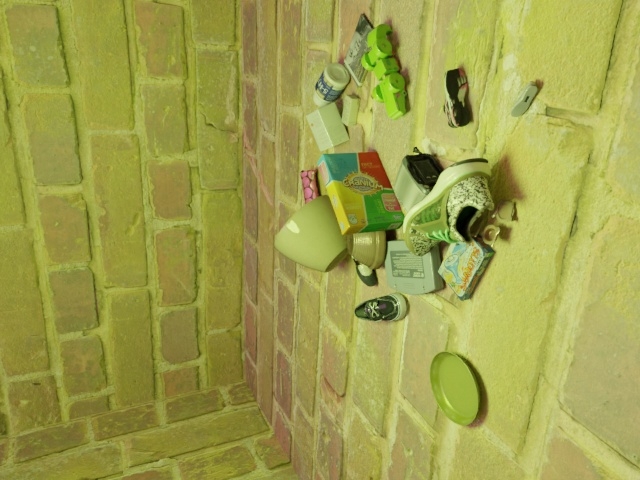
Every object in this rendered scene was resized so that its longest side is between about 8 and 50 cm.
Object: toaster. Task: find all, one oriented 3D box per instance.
[{"bbox_3d":[0.321,-0.177,1.684,0.146,0.129,0.226,108,144,-47],"label":"toaster"}]

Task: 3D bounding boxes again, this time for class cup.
[{"bbox_3d":[0.000,0.000,2.273,0.237,0.331,0.331,44,143,14],"label":"cup"}]

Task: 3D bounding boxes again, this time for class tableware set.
[{"bbox_3d":[0.473,-0.064,1.477,0.169,0.020,0.140,41,117,57],"label":"tableware set"}]

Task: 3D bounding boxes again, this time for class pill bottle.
[{"bbox_3d":[0.038,-0.646,2.189,0.186,0.112,0.111,135,124,-60],"label":"pill bottle"}]

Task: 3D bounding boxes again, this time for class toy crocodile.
[{"bbox_3d":[0.233,-0.587,1.814,0.115,0.105,0.340,-34,71,63],"label":"toy crocodile"}]

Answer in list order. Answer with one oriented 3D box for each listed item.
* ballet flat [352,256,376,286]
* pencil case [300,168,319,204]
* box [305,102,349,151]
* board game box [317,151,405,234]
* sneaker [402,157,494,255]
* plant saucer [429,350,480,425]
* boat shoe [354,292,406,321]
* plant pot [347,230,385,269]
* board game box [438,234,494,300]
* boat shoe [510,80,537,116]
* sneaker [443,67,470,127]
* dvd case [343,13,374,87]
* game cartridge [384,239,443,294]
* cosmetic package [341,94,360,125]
[{"bbox_3d":[0.172,0.096,2.142,0.074,0.074,0.203,113,144,-48],"label":"ballet flat"},{"bbox_3d":[-0.040,-0.237,2.506,0.098,0.095,0.209,-17,83,50],"label":"pencil case"},{"bbox_3d":[0.030,-0.482,2.224,0.130,0.091,0.170,-1,114,66],"label":"box"},{"bbox_3d":[0.148,-0.180,1.923,0.064,0.243,0.316,-55,48,54],"label":"board game box"},{"bbox_3d":[0.367,-0.049,1.515,0.410,0.158,0.181,115,150,-52],"label":"sneaker"},{"bbox_3d":[0.445,0.478,1.705,0.241,0.037,0.240,27,120,61],"label":"plant saucer"},{"bbox_3d":[0.226,0.268,2.043,0.301,0.102,0.108,159,102,-65],"label":"boat shoe"},{"bbox_3d":[0.168,-0.004,2.023,0.237,0.110,0.237,179,90,-80],"label":"plant pot"},{"bbox_3d":[0.442,0.067,1.597,0.136,0.035,0.201,-122,35,-42],"label":"board game box"},{"bbox_3d":[0.516,-0.362,1.328,0.100,0.035,0.035,108,173,-50],"label":"boat shoe"},{"bbox_3d":[0.389,-0.417,1.546,0.077,0.072,0.178,168,100,-76],"label":"sneaker"},{"bbox_3d":[0.156,-0.734,2.020,0.221,0.018,0.164,114,141,-49],"label":"dvd case"},{"bbox_3d":[0.325,0.092,1.843,0.297,0.062,0.197,-3,98,65],"label":"game cartridge"},{"bbox_3d":[0.123,-0.530,2.120,0.060,0.041,0.115,-126,38,-48],"label":"cosmetic package"}]
